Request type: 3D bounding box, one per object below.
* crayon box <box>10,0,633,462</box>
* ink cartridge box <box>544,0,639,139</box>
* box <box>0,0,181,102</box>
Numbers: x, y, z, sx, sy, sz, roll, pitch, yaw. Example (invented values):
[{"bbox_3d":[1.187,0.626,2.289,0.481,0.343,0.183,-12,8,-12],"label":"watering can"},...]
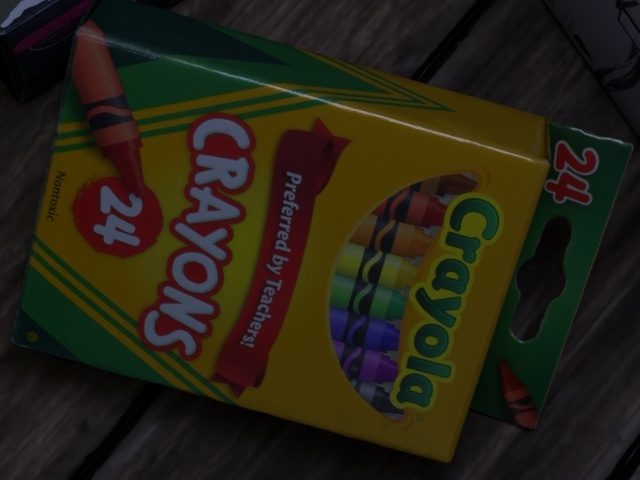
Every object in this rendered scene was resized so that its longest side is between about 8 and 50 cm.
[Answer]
[{"bbox_3d":[0.000,0.000,1.115,0.318,0.081,0.202,15,114,-1],"label":"crayon box"},{"bbox_3d":[0.223,-0.128,1.180,0.086,0.148,0.203,-31,81,-12],"label":"ink cartridge box"},{"bbox_3d":[-0.195,-0.248,1.177,0.165,0.143,0.270,-35,82,-11],"label":"box"}]
